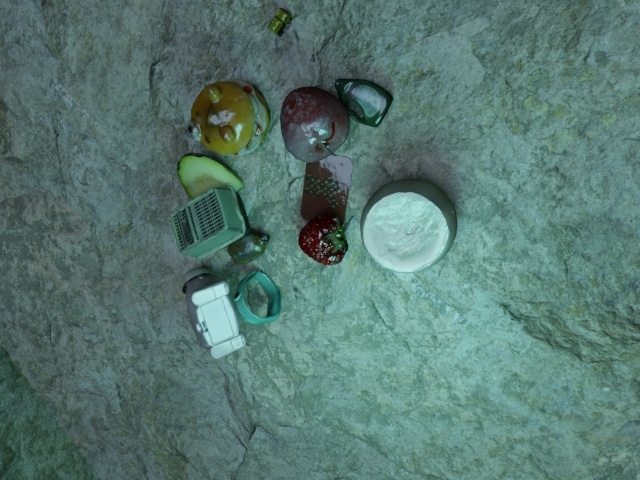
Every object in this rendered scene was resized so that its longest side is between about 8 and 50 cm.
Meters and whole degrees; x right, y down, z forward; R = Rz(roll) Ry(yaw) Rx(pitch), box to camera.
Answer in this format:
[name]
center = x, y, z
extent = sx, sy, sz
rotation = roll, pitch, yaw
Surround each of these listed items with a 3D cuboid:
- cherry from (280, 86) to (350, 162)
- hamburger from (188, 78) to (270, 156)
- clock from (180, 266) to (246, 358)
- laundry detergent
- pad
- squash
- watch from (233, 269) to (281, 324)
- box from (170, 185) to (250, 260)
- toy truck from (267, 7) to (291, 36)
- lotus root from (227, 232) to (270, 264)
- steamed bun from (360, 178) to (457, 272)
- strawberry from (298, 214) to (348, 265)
[cherry]
center = -0.019, -0.379, 1.500
extent = 0.236, 0.213, 0.285
rotation = -36, 70, 5
[hamburger]
center = -0.331, -0.426, 1.573
extent = 0.277, 0.237, 0.276
rotation = 5, 106, 17
[clock]
center = -0.447, 0.287, 1.816
extent = 0.184, 0.326, 0.341
rotation = -14, 103, -22
[laundry detergent]
center = 0.127, -0.476, 1.500
extent = 0.211, 0.063, 0.137
rotation = 30, 120, 7
[pad]
center = 0.020, -0.189, 1.660
extent = 0.181, 0.004, 0.267
rotation = 12, 110, 13
[squash]
center = -0.454, -0.230, 1.722
extent = 0.237, 0.155, 0.204
rotation = -25, 97, 22
[watch]
center = -0.246, 0.225, 1.770
extent = 0.195, 0.237, 0.068
rotation = 32, 127, -25
[box]
center = -0.425, -0.065, 1.730
extent = 0.291, 0.166, 0.220
rotation = -26, 73, 24
[toy truck]
center = -0.137, -0.739, 1.504
extent = 0.049, 0.054, 0.083
rotation = 41, 114, 2
[lotus root]
center = -0.283, 0.025, 1.780
extent = 0.192, 0.088, 0.113
rotation = -27, 100, 22
[steamed bun]
center = 0.294, -0.050, 1.504
extent = 0.325, 0.206, 0.324
rotation = 5, 105, 17
[strawberry]
center = 0.000, 0.000, 1.639
extent = 0.202, 0.187, 0.184
rotation = -5, 71, 35
